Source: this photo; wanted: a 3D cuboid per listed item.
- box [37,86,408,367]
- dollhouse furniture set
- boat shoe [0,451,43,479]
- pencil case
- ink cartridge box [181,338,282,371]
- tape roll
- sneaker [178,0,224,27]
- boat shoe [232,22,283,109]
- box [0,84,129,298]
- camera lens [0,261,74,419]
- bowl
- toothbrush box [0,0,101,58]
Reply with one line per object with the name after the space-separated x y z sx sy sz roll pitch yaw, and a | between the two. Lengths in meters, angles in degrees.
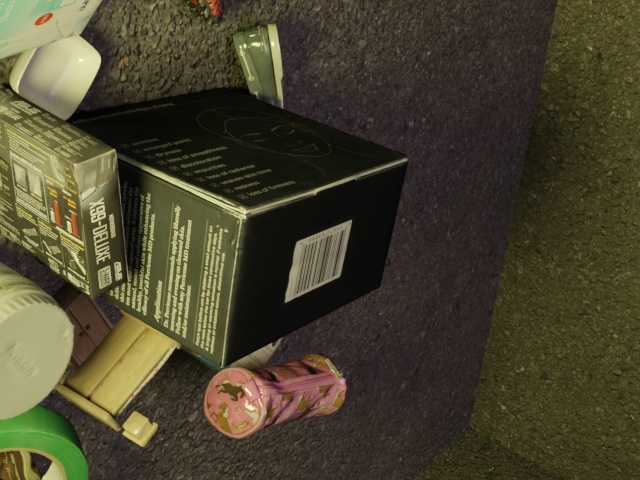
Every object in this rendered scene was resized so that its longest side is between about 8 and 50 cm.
-0.178 -0.058 1.766 0.480 0.472 0.297 -22 130 -50 | box
-0.346 0.214 1.823 0.303 0.356 0.173 -51 148 -23 | dollhouse furniture set
-0.606 0.419 1.833 0.095 0.095 0.257 -38 141 -28 | boat shoe
-0.095 0.347 2.181 0.386 0.160 0.167 1 113 -58 | pencil case
-0.171 0.106 2.200 0.394 0.166 0.285 -59 150 -11 | ink cartridge box
-0.590 0.436 1.751 0.321 0.077 0.321 -15 131 -19 | tape roll
-0.216 -0.516 1.740 0.135 0.098 0.276 -48 145 -22 | sneaker
-0.132 -0.319 2.052 0.099 0.116 0.319 -6 137 -6 | boat shoe
-0.435 -0.081 1.517 0.077 0.307 0.242 -30 135 -39 | box
-0.555 0.133 1.517 0.219 0.274 0.219 -36 140 -39 | camera lens
-0.447 -0.283 1.599 0.142 0.053 0.142 -63 150 -5 | bowl
-0.449 -0.363 1.365 0.295 0.126 0.216 -34 178 -44 | toothbrush box
